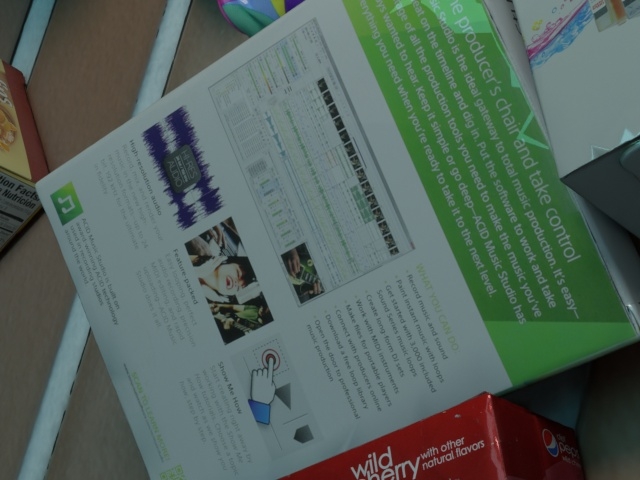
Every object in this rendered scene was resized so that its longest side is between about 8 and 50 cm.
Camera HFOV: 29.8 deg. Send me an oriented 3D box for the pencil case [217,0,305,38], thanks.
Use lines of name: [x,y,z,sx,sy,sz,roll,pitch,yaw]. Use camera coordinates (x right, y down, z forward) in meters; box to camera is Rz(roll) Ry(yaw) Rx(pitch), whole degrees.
pencil case: [0.039,-0.200,0.796,0.236,0.104,0.105,-22,56,37]

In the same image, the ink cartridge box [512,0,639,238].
ink cartridge box: [0.181,-0.102,0.585,0.127,0.128,0.176,-28,53,31]

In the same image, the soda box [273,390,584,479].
soda box: [0.014,0.172,0.643,0.263,0.083,0.092,-28,54,31]

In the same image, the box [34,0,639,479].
box: [-0.002,0.003,0.669,0.322,0.058,0.232,-28,80,32]

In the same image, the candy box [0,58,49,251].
candy box: [-0.389,-0.014,1.121,0.316,0.087,0.183,-44,46,20]
